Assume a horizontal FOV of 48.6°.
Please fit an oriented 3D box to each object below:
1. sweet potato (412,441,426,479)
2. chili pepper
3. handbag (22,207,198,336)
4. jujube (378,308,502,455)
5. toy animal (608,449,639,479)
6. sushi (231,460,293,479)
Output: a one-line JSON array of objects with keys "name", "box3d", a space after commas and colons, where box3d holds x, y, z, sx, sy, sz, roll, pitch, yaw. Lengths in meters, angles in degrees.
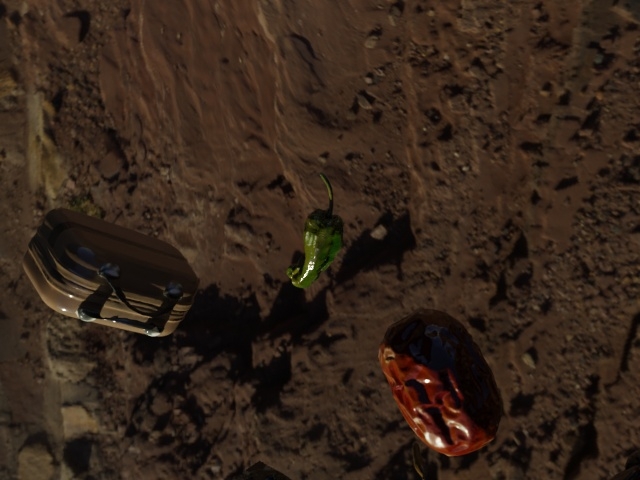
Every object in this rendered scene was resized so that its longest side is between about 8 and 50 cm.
[{"name": "sweet potato", "box3d": [0.222, 0.493, 1.607, 0.026, 0.115, 0.026, -2, 120, -3]}, {"name": "chili pepper", "box3d": [-0.002, 0.001, 1.130, 0.073, 0.072, 0.204, 22, 131, 2]}, {"name": "handbag", "box3d": [-0.371, 0.077, 1.317, 0.301, 0.283, 0.149, 25, 103, -40]}, {"name": "jujube", "box3d": [0.206, 0.240, 1.217, 0.174, 0.174, 0.250, -24, 84, 0]}, {"name": "toy animal", "box3d": [0.449, 0.367, 1.024, 0.179, 0.089, 0.188, -51, 160, -22]}, {"name": "sushi", "box3d": [-0.081, 0.583, 1.534, 0.320, 0.339, 0.069, 24, 105, 24]}]
